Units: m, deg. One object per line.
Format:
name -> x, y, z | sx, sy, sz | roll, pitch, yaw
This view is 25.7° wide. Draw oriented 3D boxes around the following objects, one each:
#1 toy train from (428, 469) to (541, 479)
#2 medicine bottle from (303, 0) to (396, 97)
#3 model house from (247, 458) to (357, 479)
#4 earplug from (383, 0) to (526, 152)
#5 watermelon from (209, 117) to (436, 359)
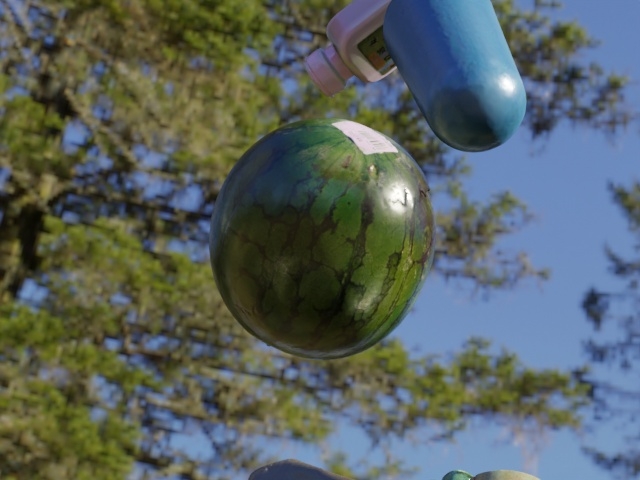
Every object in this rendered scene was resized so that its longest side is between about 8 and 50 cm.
toy train -> 0.173, 0.379, 1.570 | 0.177, 0.285, 0.116 | -9, -50, 24
medicine bottle -> 0.080, -0.275, 1.837 | 0.219, 0.078, 0.115 | -36, -34, 12
model house -> 0.004, 0.393, 1.773 | 0.229, 0.122, 0.188 | 7, -54, 40
earplug -> 0.151, -0.184, 1.520 | 0.132, 0.273, 0.132 | -3, -60, -5
watermelon -> 0.000, 0.000, 2.075 | 0.363, 0.363, 0.363 | 7, -30, 4
